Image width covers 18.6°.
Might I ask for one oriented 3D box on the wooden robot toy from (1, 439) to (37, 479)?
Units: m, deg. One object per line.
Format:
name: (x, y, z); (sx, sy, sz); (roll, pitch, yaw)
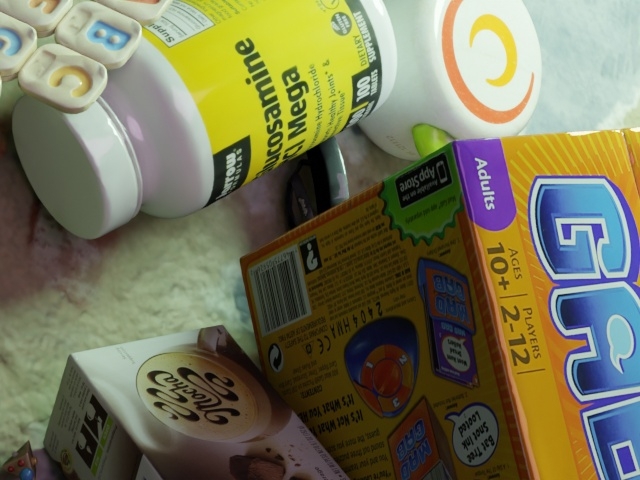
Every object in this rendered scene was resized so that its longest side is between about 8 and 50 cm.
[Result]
wooden robot toy: (-0.270, 0.262, 1.669); (0.079, 0.076, 0.173); (-10, 83, -1)

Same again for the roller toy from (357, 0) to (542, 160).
roller toy: (0.119, -0.181, 1.996); (0.209, 0.146, 0.191); (-39, 110, -41)

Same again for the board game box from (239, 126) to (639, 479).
board game box: (0.196, 0.124, 1.714); (0.356, 0.356, 0.356); (-5, 77, -33)

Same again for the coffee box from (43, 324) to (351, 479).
coffee box: (-0.088, 0.218, 1.663); (0.168, 0.119, 0.297); (-9, 42, -36)

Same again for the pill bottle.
pill bottle: (-0.106, -0.136, 1.788); (0.334, 0.188, 0.188); (-31, 97, -29)

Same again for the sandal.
sandal: (0.000, 0.000, 1.903); (0.054, 0.097, 0.254); (-6, 79, -8)

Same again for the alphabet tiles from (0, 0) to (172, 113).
alphabet tiles: (-0.284, -0.223, 1.699); (0.278, 0.021, 0.284); (26, 58, 12)
